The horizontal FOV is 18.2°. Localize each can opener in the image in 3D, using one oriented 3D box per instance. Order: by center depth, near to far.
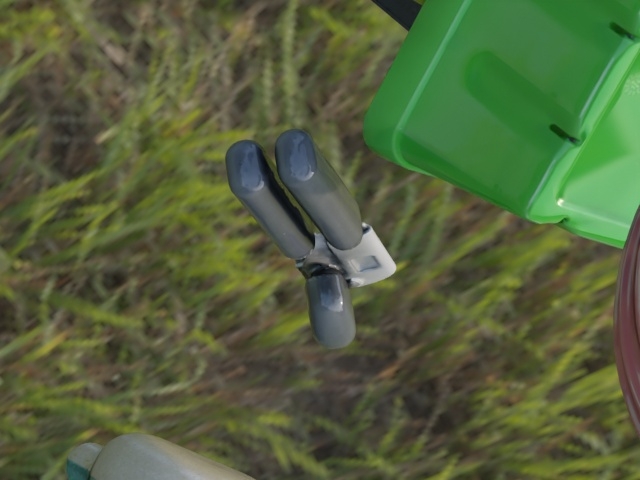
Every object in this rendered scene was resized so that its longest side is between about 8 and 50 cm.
[{"bbox_3d":[0.000,0.000,1.513,0.280,0.074,0.093,58,21,-63],"label":"can opener"}]

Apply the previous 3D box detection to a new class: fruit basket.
[{"bbox_3d":[0.174,-0.208,1.468,0.283,0.392,0.392,15,62,-35],"label":"fruit basket"}]

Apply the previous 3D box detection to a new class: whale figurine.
[{"bbox_3d":[-0.131,0.252,1.744,0.216,0.272,0.141,24,85,-8],"label":"whale figurine"}]

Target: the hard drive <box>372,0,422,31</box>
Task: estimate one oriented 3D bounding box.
[{"bbox_3d":[0.153,-0.282,2.084,0.172,0.054,0.255,41,41,12],"label":"hard drive"}]

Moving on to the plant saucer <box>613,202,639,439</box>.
[{"bbox_3d":[0.307,0.023,1.123,0.084,0.332,0.332,29,52,-51],"label":"plant saucer"}]
